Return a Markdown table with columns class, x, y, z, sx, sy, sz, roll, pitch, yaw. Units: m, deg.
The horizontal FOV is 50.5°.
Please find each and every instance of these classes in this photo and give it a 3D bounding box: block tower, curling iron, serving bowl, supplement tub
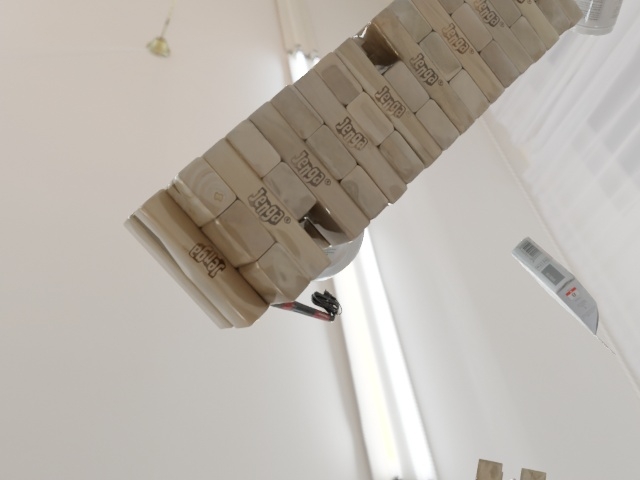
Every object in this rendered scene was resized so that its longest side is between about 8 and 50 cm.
| class | x | y | z | sx | sy | sz | roll | pitch | yaw |
| --- | --- | --- | --- | --- | --- | --- | --- | --- | --- |
| block tower | 0.039 | -0.089 | 0.438 | 0.335 | 0.091 | 0.097 | -45 | -78 | -23 |
| curling iron | -0.078 | 0.112 | 1.337 | 0.274 | 0.035 | 0.068 | 14 | -140 | -29 |
| serving bowl | 0.000 | 0.000 | 0.525 | 0.083 | 0.083 | 0.027 | 7 | -153 | -30 |
| supplement tub | 0.363 | -0.332 | 0.886 | 0.071 | 0.107 | 0.071 | 1 | -138 | -1 |

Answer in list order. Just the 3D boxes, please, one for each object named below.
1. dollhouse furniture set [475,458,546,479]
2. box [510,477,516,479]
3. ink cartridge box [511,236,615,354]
| class | x | y | z | sx | sy | sz | roll | pitch | yaw |
| --- | --- | --- | --- | --- | --- | --- | --- | --- | --- |
| dollhouse furniture set | 0.383 | 0.528 | 1.205 | 0.242 | 0.212 | 0.161 | 6 | -128 | 20 |
| box | 0.224 | 0.513 | 0.995 | 0.142 | 0.300 | 0.154 | 44 | -146 | 21 |
| ink cartridge box | 0.395 | 0.086 | 1.072 | 0.179 | 0.045 | 0.145 | 38 | -169 | -26 |
